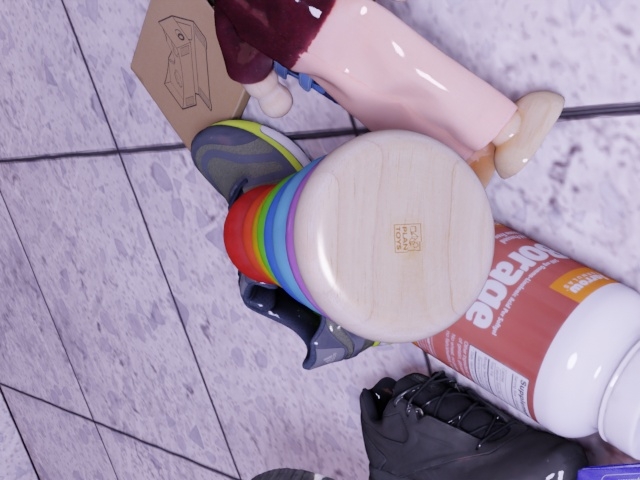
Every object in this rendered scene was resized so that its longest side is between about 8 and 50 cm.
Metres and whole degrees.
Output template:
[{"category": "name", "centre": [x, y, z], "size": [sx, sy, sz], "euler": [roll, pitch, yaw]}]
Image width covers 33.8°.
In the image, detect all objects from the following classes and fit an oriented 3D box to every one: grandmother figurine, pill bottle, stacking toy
[{"category": "grandmother figurine", "centre": [-0.003, -0.156, 0.765], "size": [0.342, 0.104, 0.208], "euler": [36, 136, -11]}, {"category": "pill bottle", "centre": [0.170, 0.070, 0.792], "size": [0.216, 0.121, 0.121], "euler": [30, 136, 39]}, {"category": "stacking toy", "centre": [0.000, 0.000, 0.827], "size": [0.141, 0.141, 0.330], "euler": [67, 162, -7]}]

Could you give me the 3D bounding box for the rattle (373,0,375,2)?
[{"category": "rattle", "centre": [-0.007, -0.301, 0.851], "size": [0.130, 0.143, 0.199], "euler": [-37, 64, 26]}]

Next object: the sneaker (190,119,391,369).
[{"category": "sneaker", "centre": [-0.042, -0.002, 1.034], "size": [0.300, 0.121, 0.111], "euler": [48, 145, 22]}]

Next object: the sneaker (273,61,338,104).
[{"category": "sneaker", "centre": [-0.018, -0.164, 0.940], "size": [0.144, 0.059, 0.053], "euler": [45, 141, 24]}]

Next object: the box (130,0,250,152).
[{"category": "box", "centre": [-0.136, -0.189, 1.121], "size": [0.164, 0.021, 0.201], "euler": [54, 147, 13]}]

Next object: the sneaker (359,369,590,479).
[{"category": "sneaker", "centre": [0.121, 0.185, 0.967], "size": [0.286, 0.109, 0.130], "euler": [-10, 98, 54]}]

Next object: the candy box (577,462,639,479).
[{"category": "candy box", "centre": [0.278, 0.304, 0.657], "size": [0.268, 0.122, 0.317], "euler": [-25, 50, 58]}]

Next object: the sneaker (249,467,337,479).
[{"category": "sneaker", "centre": [0.094, 0.353, 1.013], "size": [0.410, 0.158, 0.182], "euler": [23, 171, 24]}]
